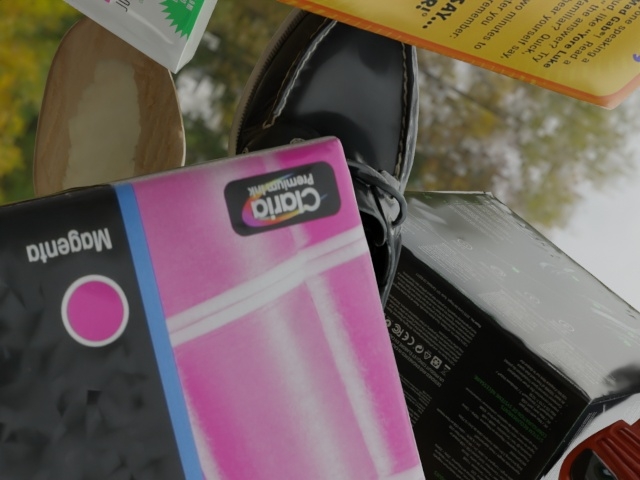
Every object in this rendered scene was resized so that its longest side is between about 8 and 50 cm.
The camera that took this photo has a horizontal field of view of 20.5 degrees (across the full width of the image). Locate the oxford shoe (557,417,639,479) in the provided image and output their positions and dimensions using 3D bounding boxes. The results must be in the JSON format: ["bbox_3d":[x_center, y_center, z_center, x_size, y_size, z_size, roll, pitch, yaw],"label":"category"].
[{"bbox_3d":[0.264,0.155,1.223,0.097,0.271,0.098,42,-39,41],"label":"oxford shoe"}]

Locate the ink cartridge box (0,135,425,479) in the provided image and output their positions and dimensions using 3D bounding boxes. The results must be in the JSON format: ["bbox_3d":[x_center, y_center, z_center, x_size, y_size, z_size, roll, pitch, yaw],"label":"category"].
[{"bbox_3d":[-0.036,0.159,0.619,0.069,0.176,0.371,-9,-86,61],"label":"ink cartridge box"}]

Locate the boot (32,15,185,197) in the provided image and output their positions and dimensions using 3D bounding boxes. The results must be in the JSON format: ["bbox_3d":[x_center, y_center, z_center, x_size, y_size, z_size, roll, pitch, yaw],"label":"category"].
[{"bbox_3d":[-0.162,-0.018,1.285,0.211,0.104,0.295,-153,-121,-74],"label":"boot"}]

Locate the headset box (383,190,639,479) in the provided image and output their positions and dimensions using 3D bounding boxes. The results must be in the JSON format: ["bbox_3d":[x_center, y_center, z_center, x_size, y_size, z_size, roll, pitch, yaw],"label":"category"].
[{"bbox_3d":[0.131,0.081,1.331,0.131,0.246,0.283,-58,156,19],"label":"headset box"}]

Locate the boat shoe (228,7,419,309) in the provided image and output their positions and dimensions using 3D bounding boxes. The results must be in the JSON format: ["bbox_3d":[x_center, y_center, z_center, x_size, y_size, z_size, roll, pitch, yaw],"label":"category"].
[{"bbox_3d":[-0.004,-0.001,1.074,0.113,0.127,0.340,2,-113,66],"label":"boat shoe"}]

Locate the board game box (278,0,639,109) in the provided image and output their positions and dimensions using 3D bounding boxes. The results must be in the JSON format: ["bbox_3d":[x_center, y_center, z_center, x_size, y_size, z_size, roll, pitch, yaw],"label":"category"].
[{"bbox_3d":[0.117,-0.353,1.042,0.356,0.356,0.356,-43,-133,37],"label":"board game box"}]

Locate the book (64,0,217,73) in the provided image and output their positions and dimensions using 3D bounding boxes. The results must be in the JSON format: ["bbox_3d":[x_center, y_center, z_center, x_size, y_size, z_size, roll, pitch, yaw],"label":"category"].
[{"bbox_3d":[-0.110,-0.157,0.855,0.035,0.144,0.096,-51,171,-49],"label":"book"}]
